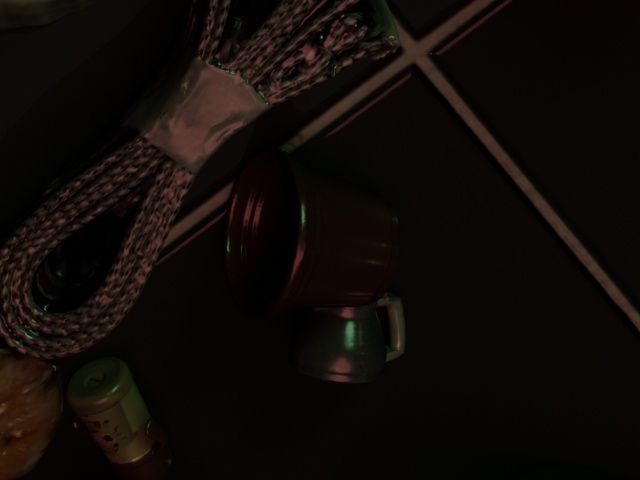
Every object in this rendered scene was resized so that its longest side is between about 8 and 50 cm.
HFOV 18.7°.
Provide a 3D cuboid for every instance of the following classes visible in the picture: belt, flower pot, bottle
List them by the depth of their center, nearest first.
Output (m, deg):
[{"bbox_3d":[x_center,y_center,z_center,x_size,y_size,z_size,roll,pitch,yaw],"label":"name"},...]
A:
[{"bbox_3d":[-0.083,-0.077,1.191,0.126,0.094,0.359,35,107,-20],"label":"belt"},{"bbox_3d":[0.000,0.000,1.247,0.089,0.111,0.111,8,119,-28],"label":"flower pot"},{"bbox_3d":[-0.133,0.130,1.326,0.047,0.063,0.101,-38,125,-20],"label":"bottle"}]

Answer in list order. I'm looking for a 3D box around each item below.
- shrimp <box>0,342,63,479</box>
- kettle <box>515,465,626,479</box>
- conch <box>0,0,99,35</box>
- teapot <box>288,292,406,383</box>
[{"bbox_3d":[-0.329,0.161,1.229,0.365,0.071,0.233,-23,153,-18],"label":"shrimp"},{"bbox_3d":[0.132,0.326,1.399,0.262,0.203,0.308,16,113,-9],"label":"kettle"},{"bbox_3d":[-0.187,-0.215,1.061,0.220,0.195,0.277,21,138,-8],"label":"conch"},{"bbox_3d":[0.022,0.061,1.308,0.088,0.066,0.057,-4,109,-36],"label":"teapot"}]
